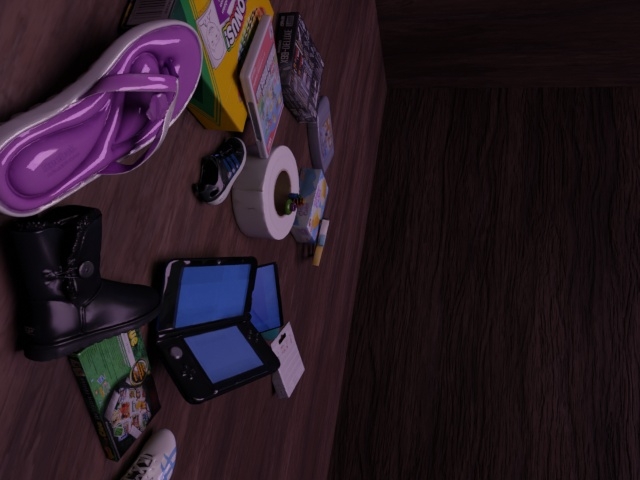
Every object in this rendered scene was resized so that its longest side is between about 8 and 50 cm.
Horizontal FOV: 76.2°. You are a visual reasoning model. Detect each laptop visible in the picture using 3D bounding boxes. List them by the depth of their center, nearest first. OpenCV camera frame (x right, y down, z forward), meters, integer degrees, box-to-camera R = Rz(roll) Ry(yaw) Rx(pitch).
[{"bbox_3d":[-0.213,0.216,1.103,0.264,0.137,0.234,-62,152,-59],"label":"laptop"}]

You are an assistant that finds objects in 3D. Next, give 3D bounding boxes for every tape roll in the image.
[{"bbox_3d":[-0.158,-0.145,1.238,0.286,0.100,0.286,7,90,-74],"label":"tape roll"}]

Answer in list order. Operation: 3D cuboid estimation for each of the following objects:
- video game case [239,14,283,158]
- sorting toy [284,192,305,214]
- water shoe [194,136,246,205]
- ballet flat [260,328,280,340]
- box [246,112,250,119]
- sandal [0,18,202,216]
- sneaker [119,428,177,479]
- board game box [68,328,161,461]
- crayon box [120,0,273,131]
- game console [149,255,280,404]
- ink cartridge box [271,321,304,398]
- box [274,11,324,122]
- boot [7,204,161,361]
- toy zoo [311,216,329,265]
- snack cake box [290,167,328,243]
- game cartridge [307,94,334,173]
[{"bbox_3d":[-0.140,-0.374,1.031,0.285,0.025,0.204,88,12,-64],"label":"video game case"},{"bbox_3d":[-0.075,-0.118,1.274,0.102,0.042,0.061,-59,150,-56],"label":"sorting toy"},{"bbox_3d":[-0.239,-0.184,0.993,0.080,0.073,0.203,63,36,-58],"label":"water shoe"},{"bbox_3d":[-0.184,0.263,1.357,0.213,0.072,0.068,76,-5,-55],"label":"ballet flat"},{"bbox_3d":[-0.189,-0.411,1.086,0.137,0.072,0.126,50,47,-67],"label":"box"},{"bbox_3d":[-0.292,-0.176,0.612,0.416,0.102,0.169,-56,162,-29],"label":"sandal"},{"bbox_3d":[-0.358,0.478,0.793,0.237,0.085,0.086,-68,162,-48],"label":"sneaker"},{"bbox_3d":[-0.374,0.268,0.766,0.136,0.030,0.259,-51,144,-58],"label":"board game box"},{"bbox_3d":[-0.227,-0.473,0.870,0.313,0.106,0.363,53,45,-67],"label":"crayon box"},{"bbox_3d":[-0.209,0.183,0.926,0.173,0.250,0.293,-53,155,21],"label":"game console"},{"bbox_3d":[-0.145,0.470,1.620,0.232,0.066,0.189,70,23,-11],"label":"ink cartridge box"},{"bbox_3d":[-0.074,-0.580,1.414,0.307,0.076,0.242,23,74,-73],"label":"box"},{"bbox_3d":[-0.350,0.048,0.648,0.246,0.094,0.207,-22,121,-65],"label":"boot"},{"bbox_3d":[0.000,0.000,1.753,0.293,0.030,0.192,-88,-169,-84],"label":"toy zoo"},{"bbox_3d":[-0.047,-0.138,1.637,0.152,0.089,0.264,65,34,-62],"label":"snack cake box"},{"bbox_3d":[0.002,-0.445,1.768,0.198,0.062,0.297,-73,161,-46],"label":"game cartridge"}]
